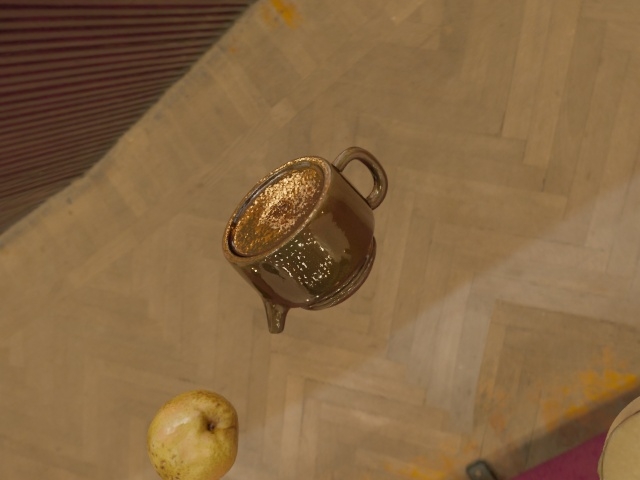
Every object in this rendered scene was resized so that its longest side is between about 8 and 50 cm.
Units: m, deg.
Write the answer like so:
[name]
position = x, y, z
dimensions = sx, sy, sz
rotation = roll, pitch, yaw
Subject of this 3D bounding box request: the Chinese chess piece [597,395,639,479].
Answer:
[Chinese chess piece]
position = 0.643, 0.406, 1.224
dimensions = 0.338, 0.140, 0.338
rotation = 10, 105, 43

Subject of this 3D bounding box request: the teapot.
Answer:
[teapot]
position = 0.000, 0.000, 0.958
dimensions = 0.268, 0.185, 0.175
rotation = -51, 124, -11

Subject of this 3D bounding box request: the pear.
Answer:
[pear]
position = -0.218, 0.347, 1.295
dimensions = 0.177, 0.178, 0.178
rotation = 6, 110, 16
